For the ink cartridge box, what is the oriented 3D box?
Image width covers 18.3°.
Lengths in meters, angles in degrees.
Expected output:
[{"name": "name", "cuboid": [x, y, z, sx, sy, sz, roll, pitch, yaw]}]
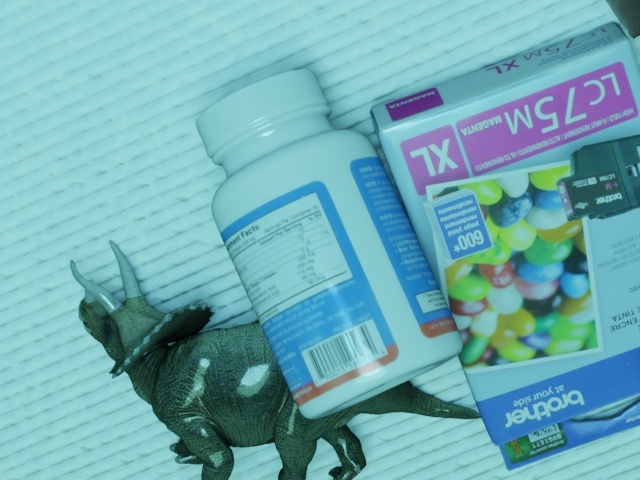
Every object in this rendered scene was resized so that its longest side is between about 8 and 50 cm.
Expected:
[{"name": "ink cartridge box", "cuboid": [0.173, 0.019, 1.423, 0.185, 0.065, 0.311, -20, 113, 3]}]

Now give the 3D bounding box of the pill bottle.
[{"name": "pill bottle", "cuboid": [0.000, 0.000, 1.366, 0.124, 0.124, 0.221, -25, 82, 12]}]

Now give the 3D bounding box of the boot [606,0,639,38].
[{"name": "boot", "cuboid": [0.241, -0.271, 1.288, 0.207, 0.090, 0.248, -26, 113, 10]}]

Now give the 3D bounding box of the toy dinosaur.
[{"name": "toy dinosaur", "cuboid": [-0.035, 0.113, 1.449, 0.313, 0.121, 0.160, 6, 120, 3]}]
